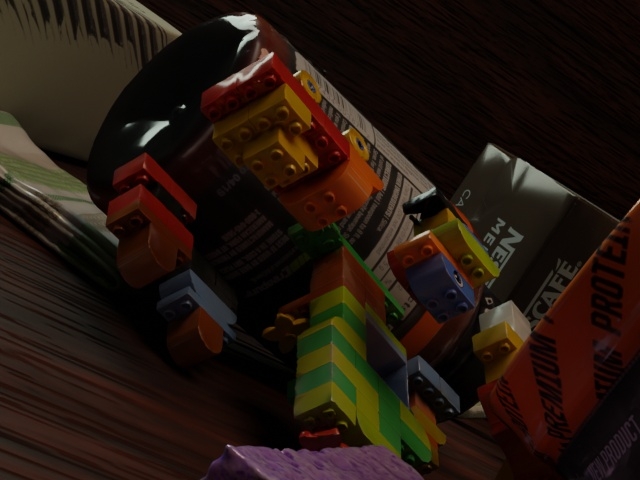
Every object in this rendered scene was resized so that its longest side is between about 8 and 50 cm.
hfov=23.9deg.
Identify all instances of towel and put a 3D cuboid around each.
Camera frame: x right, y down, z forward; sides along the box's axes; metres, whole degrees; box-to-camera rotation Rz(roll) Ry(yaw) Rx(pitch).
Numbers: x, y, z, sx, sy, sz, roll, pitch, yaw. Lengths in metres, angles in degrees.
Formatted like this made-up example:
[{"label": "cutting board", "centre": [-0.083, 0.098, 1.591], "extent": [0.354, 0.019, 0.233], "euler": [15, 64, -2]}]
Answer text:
[{"label": "towel", "centre": [-0.118, -0.022, 0.685], "extent": [0.152, 0.023, 0.113], "euler": [35, 8, 18]}]

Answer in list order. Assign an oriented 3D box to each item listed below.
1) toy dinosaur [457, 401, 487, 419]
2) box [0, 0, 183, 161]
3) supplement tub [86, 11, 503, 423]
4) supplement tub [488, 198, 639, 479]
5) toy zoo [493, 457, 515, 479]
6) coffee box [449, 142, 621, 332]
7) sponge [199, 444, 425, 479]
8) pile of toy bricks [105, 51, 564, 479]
[{"label": "toy dinosaur", "centre": [0.198, 0.139, 0.852], "extent": [0.268, 0.064, 0.118], "euler": [30, 13, 4]}, {"label": "box", "centre": [-0.183, -0.118, 0.771], "extent": [0.113, 0.094, 0.275], "euler": [35, 7, 18]}, {"label": "supplement tub", "centre": [0.000, 0.000, 0.660], "extent": [0.198, 0.106, 0.106], "euler": [43, 1, -30]}, {"label": "supplement tub", "centre": [0.231, 0.103, 0.469], "extent": [0.338, 0.207, 0.207], "euler": [41, 8, 13]}, {"label": "toy zoo", "centre": [0.208, 0.149, 0.716], "extent": [0.293, 0.030, 0.192], "euler": [36, 23, 28]}, {"label": "coffee box", "centre": [0.173, 0.061, 0.950], "extent": [0.246, 0.141, 0.098], "euler": [27, 9, -35]}, {"label": "sponge", "centre": [0.065, 0.126, 0.417], "extent": [0.210, 0.031, 0.117], "euler": [36, 7, 25]}, {"label": "pile of toy bricks", "centre": [0.010, 0.044, 0.558], "extent": [0.212, 0.118, 0.105], "euler": [47, 26, -32]}]
